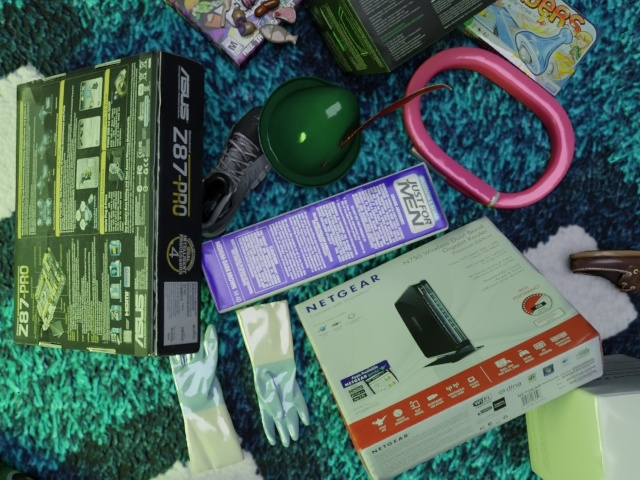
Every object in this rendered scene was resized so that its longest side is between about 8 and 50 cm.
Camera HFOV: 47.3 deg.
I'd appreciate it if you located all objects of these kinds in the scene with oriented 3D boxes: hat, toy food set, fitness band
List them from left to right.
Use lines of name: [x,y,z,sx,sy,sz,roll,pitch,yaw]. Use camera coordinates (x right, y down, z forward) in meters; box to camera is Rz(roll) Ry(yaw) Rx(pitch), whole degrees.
toy food set: [-0.091,-0.350,1.129,0.122,0.019,0.077,9,89,-5]
hat: [0.031,-0.188,1.067,0.173,0.183,0.208,44,68,-15]
fitness band: [0.264,-0.179,1.164,0.291,0.054,0.209,37,87,-2]

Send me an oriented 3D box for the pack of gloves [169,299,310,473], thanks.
pack of gloves: [-0.127,0.224,1.146,0.195,0.046,0.232,-11,91,-14]

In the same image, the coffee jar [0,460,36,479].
coffee jar: [-0.478,0.381,1.088,0.184,0.096,0.079,29,90,-1]

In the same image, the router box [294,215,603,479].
router box: [0.163,0.137,1.032,0.336,0.301,0.082,-26,127,-4]

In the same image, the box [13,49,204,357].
box: [-0.307,-0.042,1.029,0.318,0.097,0.394,-3,87,34]

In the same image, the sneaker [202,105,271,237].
sneaker: [-0.128,-0.107,1.103,0.086,0.132,0.228,27,87,-1]

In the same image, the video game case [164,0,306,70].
video game case: [-0.127,-0.425,1.160,0.210,0.042,0.232,43,87,-1]

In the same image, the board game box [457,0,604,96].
board game box: [0.336,-0.342,1.181,0.201,0.035,0.136,38,87,-1]

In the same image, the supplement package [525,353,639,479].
supplement package: [0.421,0.272,1.034,0.175,0.293,0.177,-5,89,-3]

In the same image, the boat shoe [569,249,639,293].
boat shoe: [0.498,0.048,1.155,0.207,0.073,0.073,0,86,-2]

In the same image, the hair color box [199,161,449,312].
hair color box: [0.000,0.000,1.079,0.339,0.185,0.110,-19,87,-4]

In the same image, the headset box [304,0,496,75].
headset box: [0.128,-0.358,1.058,0.246,0.283,0.131,-34,105,-2]
